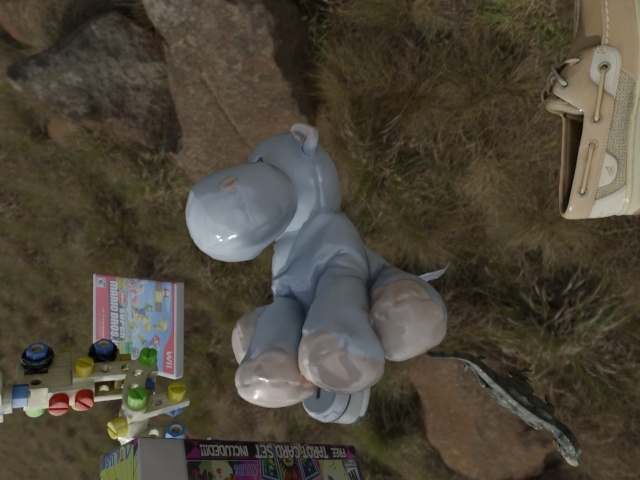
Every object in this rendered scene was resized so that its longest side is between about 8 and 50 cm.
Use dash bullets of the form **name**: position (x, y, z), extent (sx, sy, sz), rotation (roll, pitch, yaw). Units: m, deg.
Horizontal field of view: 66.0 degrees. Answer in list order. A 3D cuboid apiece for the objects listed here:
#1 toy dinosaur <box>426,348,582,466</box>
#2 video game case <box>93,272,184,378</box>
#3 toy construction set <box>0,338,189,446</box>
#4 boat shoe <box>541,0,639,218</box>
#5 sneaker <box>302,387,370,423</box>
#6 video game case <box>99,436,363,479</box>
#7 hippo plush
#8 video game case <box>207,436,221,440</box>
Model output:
- **toy dinosaur**: position (0.269, 0.213, 0.722), extent (0.268, 0.118, 0.064), rotation (35, 103, 1)
- **video game case**: position (-0.414, 0.183, 1.103), extent (0.285, 0.025, 0.204), rotation (2, 92, 31)
- **toy construction set**: position (-0.384, 0.249, 0.783), extent (0.151, 0.327, 0.215), rotation (-60, 38, 17)
- **boat shoe**: position (0.351, -0.196, 0.635), extent (0.110, 0.121, 0.341), rotation (-7, 96, 12)
- **sneaker**: position (0.031, 0.131, 0.705), extent (0.094, 0.258, 0.091), rotation (-13, 144, 36)
- **video game case**: position (-0.025, 0.238, 0.308), extent (0.041, 0.210, 0.232), rotation (-31, 144, 23)
- **hippo plush**: position (0.000, 0.000, 0.510), extent (0.234, 0.294, 0.237), rotation (-5, 112, 59)
- **video game case**: position (-0.197, 0.480, 1.040), extent (0.122, 0.011, 0.087), rotation (59, 180, 35)
